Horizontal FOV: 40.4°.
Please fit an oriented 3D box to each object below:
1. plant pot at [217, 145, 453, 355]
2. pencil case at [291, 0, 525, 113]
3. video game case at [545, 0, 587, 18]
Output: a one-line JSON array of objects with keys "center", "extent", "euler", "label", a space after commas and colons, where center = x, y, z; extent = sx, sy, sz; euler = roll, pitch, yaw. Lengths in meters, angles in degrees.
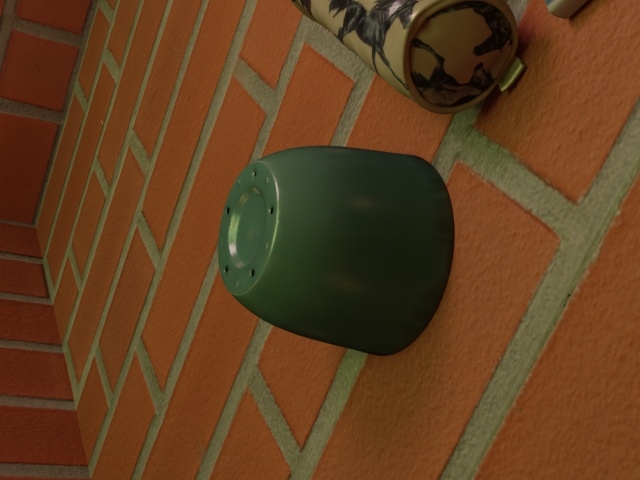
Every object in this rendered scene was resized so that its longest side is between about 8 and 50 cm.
[{"center": [0.000, 0.000, 1.199], "extent": [0.293, 0.235, 0.293], "euler": [-29, 55, 54], "label": "plant pot"}, {"center": [0.102, -0.312, 1.185], "extent": [0.410, 0.184, 0.160], "euler": [52, 130, 51], "label": "pencil case"}, {"center": [0.340, -0.460, 0.955], "extent": [0.329, 0.036, 0.300], "euler": [-42, 46, 47], "label": "video game case"}]
